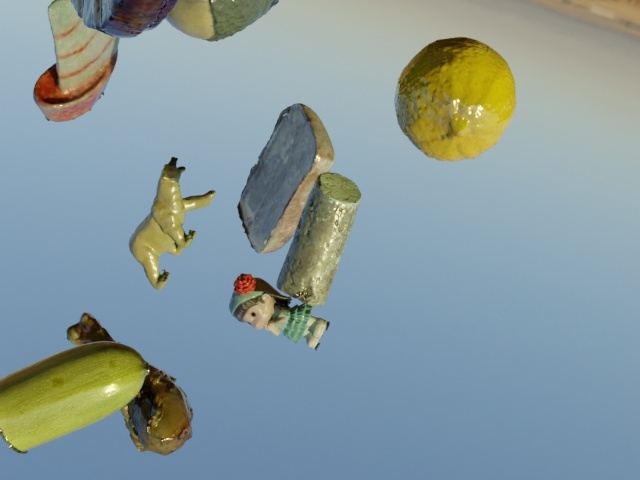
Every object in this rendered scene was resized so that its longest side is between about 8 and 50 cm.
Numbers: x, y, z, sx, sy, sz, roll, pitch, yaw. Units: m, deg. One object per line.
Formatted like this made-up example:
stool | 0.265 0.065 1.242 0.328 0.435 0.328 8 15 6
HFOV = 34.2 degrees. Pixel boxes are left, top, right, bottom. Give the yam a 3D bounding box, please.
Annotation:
yam | 0.000 0.000 1.429 0.078 0.179 0.078 19 -162 -6

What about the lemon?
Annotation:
lemon | 0.191 -0.200 1.486 0.180 0.180 0.193 21 -124 6

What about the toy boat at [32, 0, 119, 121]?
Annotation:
toy boat | -0.417 -0.334 1.769 0.096 0.206 0.282 37 155 13

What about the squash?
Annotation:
squash | -0.398 0.238 1.683 0.247 0.132 0.132 -25 -161 0

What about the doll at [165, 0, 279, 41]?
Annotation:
doll | -0.132 -0.487 1.698 0.349 0.247 0.247 -35 -143 -15

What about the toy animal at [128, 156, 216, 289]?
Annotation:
toy animal | -0.258 -0.031 1.746 0.101 0.219 0.103 29 -145 -9

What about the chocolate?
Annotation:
chocolate | -0.057 -0.114 2.023 0.100 0.303 0.185 8 -138 -26

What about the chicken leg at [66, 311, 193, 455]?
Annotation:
chicken leg | -0.371 0.302 2.131 0.140 0.211 0.361 -32 -133 -17

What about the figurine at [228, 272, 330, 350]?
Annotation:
figurine | -0.099 0.166 2.456 0.245 0.138 0.110 24 -141 -2

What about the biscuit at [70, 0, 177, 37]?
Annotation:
biscuit | -0.198 -0.426 1.148 0.091 0.407 0.407 3 -160 -28
